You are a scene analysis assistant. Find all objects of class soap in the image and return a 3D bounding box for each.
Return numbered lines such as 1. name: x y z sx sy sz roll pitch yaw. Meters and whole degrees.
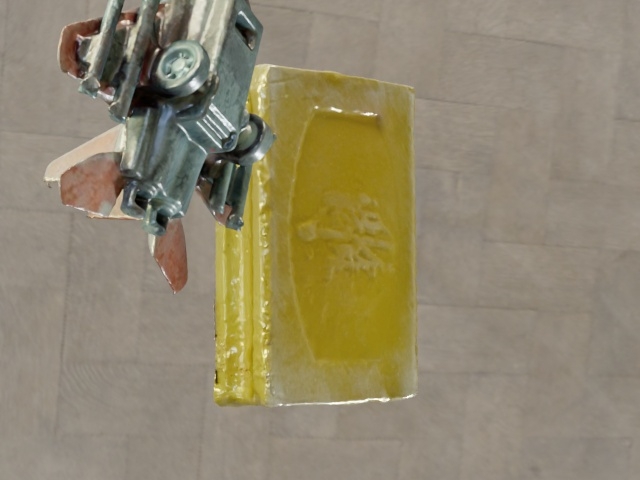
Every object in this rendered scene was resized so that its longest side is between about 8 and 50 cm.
1. soap: 0.000 0.000 1.041 0.199 0.091 0.315 3 84 -35

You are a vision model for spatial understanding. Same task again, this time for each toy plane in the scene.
1. toy plane: -0.079 -0.138 0.754 0.223 0.104 0.326 48 60 -53
